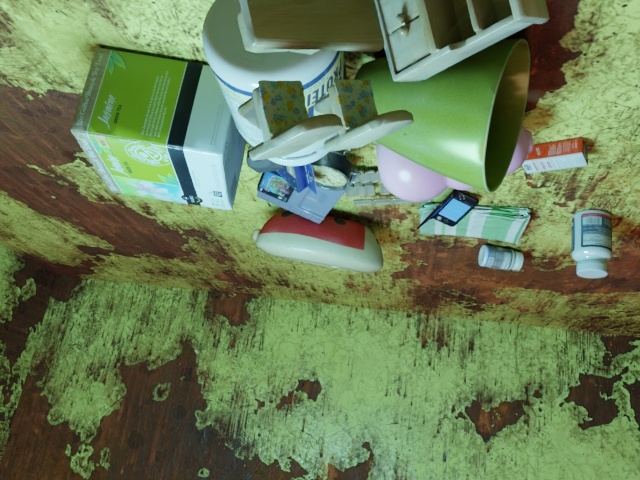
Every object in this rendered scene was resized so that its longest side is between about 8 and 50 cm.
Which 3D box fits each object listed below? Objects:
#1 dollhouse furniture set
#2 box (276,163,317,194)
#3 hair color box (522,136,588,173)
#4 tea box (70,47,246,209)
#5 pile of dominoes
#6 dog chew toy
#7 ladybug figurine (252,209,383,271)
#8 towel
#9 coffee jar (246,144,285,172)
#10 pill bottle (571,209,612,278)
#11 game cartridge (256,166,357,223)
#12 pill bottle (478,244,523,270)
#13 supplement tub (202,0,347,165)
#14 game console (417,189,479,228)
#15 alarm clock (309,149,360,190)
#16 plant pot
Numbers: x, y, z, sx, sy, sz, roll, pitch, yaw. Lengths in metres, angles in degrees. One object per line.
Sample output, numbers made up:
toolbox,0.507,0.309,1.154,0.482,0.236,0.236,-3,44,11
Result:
dollhouse furniture set,0.077,-0.333,0.818,0.394,0.362,0.256,-12,178,-38
box,-0.096,-0.206,1.475,0.225,0.036,0.136,44,164,24
hair color box,0.555,-0.200,1.425,0.141,0.043,0.072,-6,156,32
tea box,-0.357,-0.248,1.415,0.323,0.220,0.329,9,161,0
pile of dominoes,0.193,-0.166,1.721,0.251,0.040,0.196,-3,155,9
dog chew toy,0.296,-0.197,1.331,0.331,0.207,0.206,-5,158,15
ladybug figurine,0.000,0.000,2.006,0.449,0.162,0.305,11,176,-12
towel,0.476,-0.052,1.889,0.324,0.038,0.248,5,161,11
coffee jar,-0.110,-0.246,1.366,0.096,0.184,0.079,-8,155,38
pill bottle,0.780,0.012,1.722,0.108,0.180,0.108,8,161,3
game cartridge,-0.055,-0.161,1.722,0.230,0.068,0.355,19,159,-9
pill bottle,0.628,0.062,2.084,0.137,0.078,0.078,9,161,-3
supplement tub,-0.068,-0.301,1.119,0.235,0.235,0.325,6,161,8
game console,0.370,-0.075,1.739,0.124,0.085,0.144,24,142,-11
alarm clock,0.008,-0.176,1.511,0.129,0.064,0.192,27,156,-26
plant pot,0.214,-0.254,1.147,0.293,0.275,0.275,15,165,26
